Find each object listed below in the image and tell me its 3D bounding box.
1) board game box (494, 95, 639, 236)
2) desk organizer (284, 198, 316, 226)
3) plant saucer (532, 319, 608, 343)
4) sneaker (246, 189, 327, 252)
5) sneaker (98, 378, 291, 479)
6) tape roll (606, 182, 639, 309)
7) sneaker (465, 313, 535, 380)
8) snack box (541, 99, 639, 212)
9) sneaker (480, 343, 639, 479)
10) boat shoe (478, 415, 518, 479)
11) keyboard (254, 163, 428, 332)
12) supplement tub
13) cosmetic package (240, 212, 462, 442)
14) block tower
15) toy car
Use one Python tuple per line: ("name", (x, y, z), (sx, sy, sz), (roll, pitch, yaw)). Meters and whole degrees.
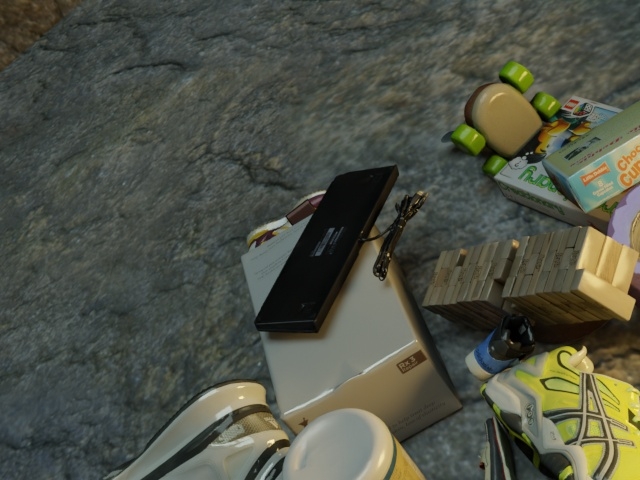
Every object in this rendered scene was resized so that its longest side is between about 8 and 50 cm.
("board game box", (0.423, -0.102, 1.781), (0.193, 0.053, 0.305), (-46, 37, -13))
("desk organizer", (0.000, 0.000, 1.949), (0.047, 0.130, 0.050), (-37, 38, -2))
("plant saucer", (0.337, 0.069, 1.678), (0.168, 0.029, 0.168), (-22, 38, 18))
("sneaker", (-0.037, -0.009, 2.054), (0.185, 0.069, 0.084), (-33, 44, 14))
("sneaker", (-0.185, 0.412, 1.593), (0.447, 0.169, 0.257), (-46, 58, 22))
("tape roll", (0.466, 0.008, 1.552), (0.189, 0.080, 0.189), (-13, 57, 20))
("sneaker", (0.252, 0.132, 1.587), (0.084, 0.152, 0.058), (-43, 75, 27))
("snack box", (0.465, -0.157, 1.651), (0.322, 0.060, 0.187), (-31, 10, 6))
("sneaker", (0.328, 0.236, 1.395), (0.147, 0.145, 0.385), (-38, 37, -2))
("boat shoe", (0.218, 0.279, 1.520), (0.043, 0.049, 0.137), (-25, 41, 18))
("keyboard", (0.043, 0.008, 1.729), (0.201, 0.033, 0.317), (-6, 42, 39))
("supplement tub", (0.058, 0.314, 1.477), (0.144, 0.200, 0.144), (-22, 37, 18))
("cosmetic package", (0.033, 0.125, 1.759), (0.217, 0.156, 0.385), (-30, 37, 9))
("block tower", (0.271, 0.054, 1.595), (0.335, 0.091, 0.097), (-10, 56, 61))
("toy car", (0.264, -0.195, 1.960), (0.155, 0.149, 0.188), (-52, 26, -6))
